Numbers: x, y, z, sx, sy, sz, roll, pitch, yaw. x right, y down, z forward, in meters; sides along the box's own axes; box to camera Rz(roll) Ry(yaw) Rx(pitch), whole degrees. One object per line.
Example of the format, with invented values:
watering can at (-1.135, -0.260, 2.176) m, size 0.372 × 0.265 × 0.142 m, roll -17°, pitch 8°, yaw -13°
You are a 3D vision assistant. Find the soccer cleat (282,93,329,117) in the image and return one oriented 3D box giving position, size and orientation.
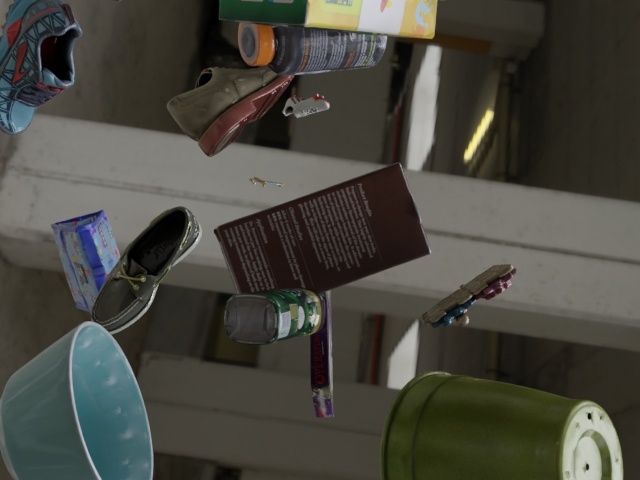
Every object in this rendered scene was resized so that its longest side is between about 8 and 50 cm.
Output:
soccer cleat at (-0.021, -0.194, 1.287) m, size 0.035 × 0.083 × 0.029 m, roll -58°, pitch 134°, yaw -20°

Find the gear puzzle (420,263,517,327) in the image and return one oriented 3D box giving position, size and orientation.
gear puzzle at (0.261, 0.106, 1.562) m, size 0.044 × 0.175 × 0.339 m, roll 56°, pitch 3°, yaw 5°

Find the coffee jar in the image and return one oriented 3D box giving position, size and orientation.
coffee jar at (-0.065, 0.115, 1.372) m, size 0.184 × 0.096 × 0.079 m, roll 1°, pitch 90°, yaw -66°

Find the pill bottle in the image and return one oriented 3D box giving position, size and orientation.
pill bottle at (-0.017, -0.356, 1.533) m, size 0.130 × 0.246 × 0.130 m, roll 30°, pitch -55°, yaw 54°

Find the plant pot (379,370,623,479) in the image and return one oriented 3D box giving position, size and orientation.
plant pot at (0.367, 0.427, 1.689) m, size 0.353 × 0.366 × 0.366 m, roll -11°, pitch -117°, yaw 43°

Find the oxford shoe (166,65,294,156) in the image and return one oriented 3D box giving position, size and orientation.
oxford shoe at (-0.148, -0.283, 1.604) m, size 0.123 × 0.130 × 0.348 m, roll -48°, pitch -178°, yaw 37°

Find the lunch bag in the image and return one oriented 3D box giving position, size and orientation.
lunch bag at (-0.522, 0.058, 2.051) m, size 0.293 × 0.138 × 0.221 m, roll -166°, pitch -120°, yaw -69°

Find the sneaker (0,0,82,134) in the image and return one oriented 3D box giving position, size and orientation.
sneaker at (-0.453, -0.262, 1.388) m, size 0.104 × 0.125 × 0.262 m, roll -23°, pitch 148°, yaw -52°

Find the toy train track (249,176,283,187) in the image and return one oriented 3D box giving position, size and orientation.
toy train track at (-0.121, -0.125, 1.958) m, size 0.048 × 0.083 × 0.014 m, roll 36°, pitch -66°, yaw 53°

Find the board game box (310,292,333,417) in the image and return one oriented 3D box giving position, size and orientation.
board game box at (0.002, 0.211, 2.038) m, size 0.208 × 0.056 × 0.346 m, roll 75°, pitch 12°, yaw -59°

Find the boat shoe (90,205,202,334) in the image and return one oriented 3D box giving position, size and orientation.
boat shoe at (-0.361, 0.055, 1.780) m, size 0.305 × 0.109 × 0.091 m, roll -51°, pitch 166°, yaw -13°

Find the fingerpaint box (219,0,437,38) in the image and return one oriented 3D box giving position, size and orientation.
fingerpaint box at (0.035, -0.528, 1.272) m, size 0.371 × 0.163 × 0.444 m, roll -15°, pitch 113°, yaw -54°

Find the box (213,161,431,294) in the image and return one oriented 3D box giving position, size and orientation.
box at (0.000, 0.000, 1.722) m, size 0.143 × 0.381 × 0.191 m, roll 169°, pitch -98°, yaw -82°

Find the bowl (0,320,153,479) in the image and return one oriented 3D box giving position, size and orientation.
bowl at (-0.407, 0.302, 1.428) m, size 0.311 × 0.163 × 0.311 m, roll -17°, pitch 90°, yaw -86°
